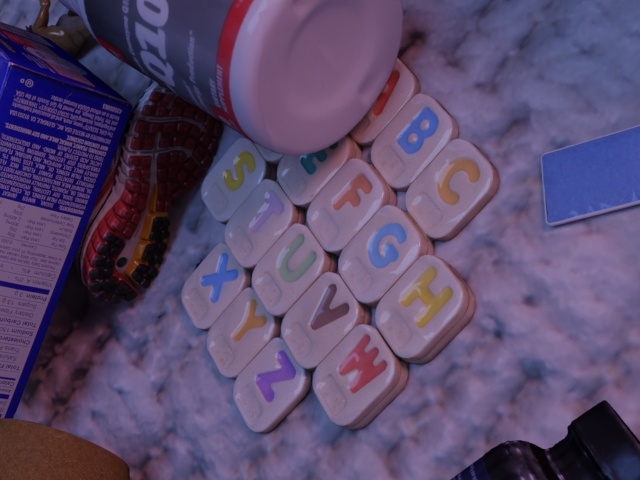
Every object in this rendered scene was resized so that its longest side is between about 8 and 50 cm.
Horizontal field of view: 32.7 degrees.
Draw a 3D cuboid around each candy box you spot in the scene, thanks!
[{"bbox_3d":[-0.313,-0.027,0.995,0.268,0.122,0.317,38,107,55],"label":"candy box"}]

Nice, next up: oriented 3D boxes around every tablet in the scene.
[{"bbox_3d":[0.184,-0.043,0.715,0.083,0.006,0.054,-16,64,35],"label":"tablet"}]

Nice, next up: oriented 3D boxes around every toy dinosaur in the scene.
[{"bbox_3d":[-0.263,-0.217,1.138,0.211,0.064,0.112,-17,84,43],"label":"toy dinosaur"}]

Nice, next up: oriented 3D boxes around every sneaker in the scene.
[{"bbox_3d":[-0.168,-0.063,0.968,0.093,0.088,0.225,31,95,44],"label":"sneaker"}]

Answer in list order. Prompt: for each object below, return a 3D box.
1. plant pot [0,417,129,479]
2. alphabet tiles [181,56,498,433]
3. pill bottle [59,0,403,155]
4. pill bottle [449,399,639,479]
[{"bbox_3d":[-0.248,0.277,0.841,0.237,0.237,0.254,-6,56,39],"label":"plant pot"},{"bbox_3d":[0.000,0.000,0.847,0.278,0.021,0.284,-47,50,17],"label":"alphabet tiles"},{"bbox_3d":[-0.088,-0.192,0.855,0.283,0.161,0.161,33,97,36],"label":"pill bottle"},{"bbox_3d":[0.099,0.191,0.610,0.219,0.123,0.123,-39,52,8],"label":"pill bottle"}]
